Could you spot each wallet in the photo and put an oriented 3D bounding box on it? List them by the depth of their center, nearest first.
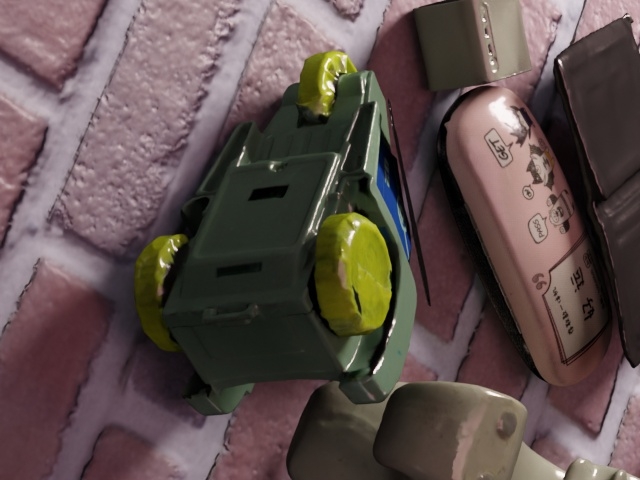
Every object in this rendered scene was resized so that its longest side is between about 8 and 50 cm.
[{"bbox_3d":[0.317,-0.057,1.730,0.247,0.041,0.323,-34,112,-59],"label":"wallet"}]

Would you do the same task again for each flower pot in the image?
[{"bbox_3d":[0.140,0.231,1.466,0.367,0.254,0.165,36,66,-33],"label":"flower pot"}]

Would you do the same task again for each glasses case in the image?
[{"bbox_3d":[0.202,-0.003,1.643,0.122,0.075,0.314,-39,113,-35],"label":"glasses case"}]

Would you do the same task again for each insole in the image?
[{"bbox_3d":[0.078,-0.027,1.472,0.080,0.003,0.232,-95,173,-46],"label":"insole"}]

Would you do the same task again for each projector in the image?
[{"bbox_3d":[0.144,-0.190,1.594,0.083,0.083,0.082,-20,102,-40],"label":"projector"}]

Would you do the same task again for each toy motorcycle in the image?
[{"bbox_3d":[0.000,0.000,1.416,0.200,0.191,0.326,63,34,-34],"label":"toy motorcycle"}]
